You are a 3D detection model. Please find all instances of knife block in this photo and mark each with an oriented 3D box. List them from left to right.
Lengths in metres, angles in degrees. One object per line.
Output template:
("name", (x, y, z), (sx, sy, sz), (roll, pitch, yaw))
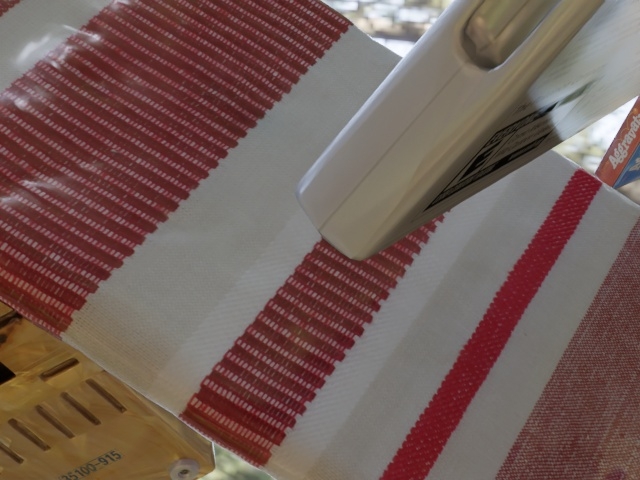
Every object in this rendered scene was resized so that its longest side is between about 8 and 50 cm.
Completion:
("knife block", (-0.132, 0.005, 0.792), (0.088, 0.242, 0.276), (-28, -46, 14))

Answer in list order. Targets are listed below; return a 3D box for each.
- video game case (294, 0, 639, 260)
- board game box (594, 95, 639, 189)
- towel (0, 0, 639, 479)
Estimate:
("video game case", (0.162, -0.141, 0.543), (0.036, 0.300, 0.329), (48, -145, 9))
("board game box", (0.333, -0.157, 1.358), (0.145, 0.027, 0.281), (-21, -28, -32))
("towel", (0.000, 0.000, 0.656), (0.237, 0.329, 0.037), (-51, -8, -48))
